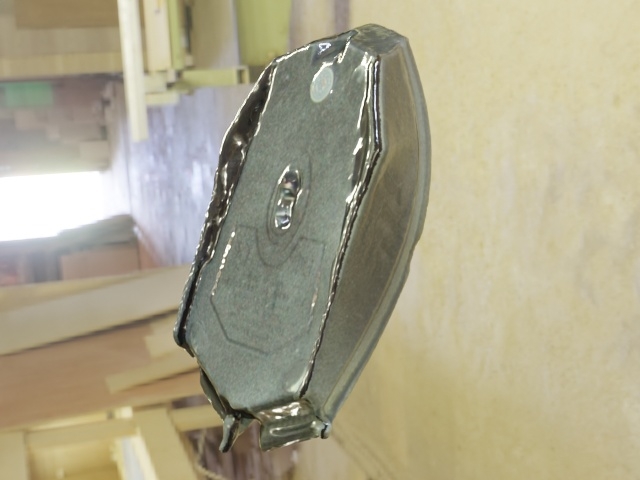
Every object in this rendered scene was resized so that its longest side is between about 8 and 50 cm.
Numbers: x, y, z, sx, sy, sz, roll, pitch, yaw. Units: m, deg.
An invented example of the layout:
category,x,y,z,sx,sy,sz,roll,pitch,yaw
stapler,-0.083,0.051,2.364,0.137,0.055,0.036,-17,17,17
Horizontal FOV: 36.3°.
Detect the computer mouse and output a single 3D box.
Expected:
category,x,y,z,sx,sy,sz,roll,pitch,yaw
computer mouse,0.000,0.000,0.498,0.126,0.071,0.231,9,83,49
